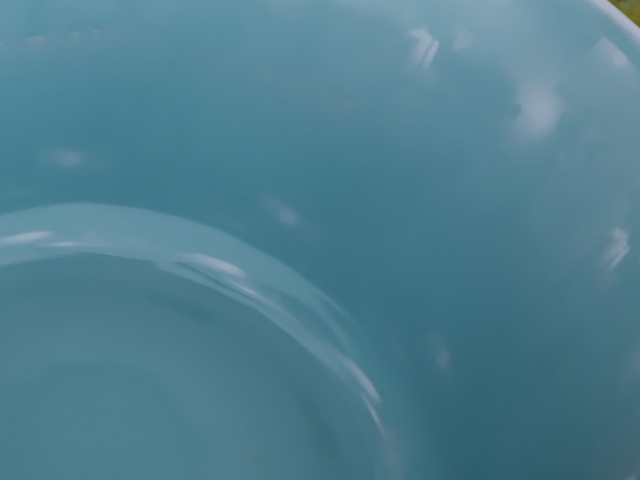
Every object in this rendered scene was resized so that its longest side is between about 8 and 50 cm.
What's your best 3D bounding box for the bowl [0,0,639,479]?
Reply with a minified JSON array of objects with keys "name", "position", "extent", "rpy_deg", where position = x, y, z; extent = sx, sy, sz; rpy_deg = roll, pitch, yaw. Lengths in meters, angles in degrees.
[{"name":"bowl","position":[-0.040,0.021,0.447],"extent":[0.312,0.311,0.163],"rpy_deg":[-1,134,-28]}]
